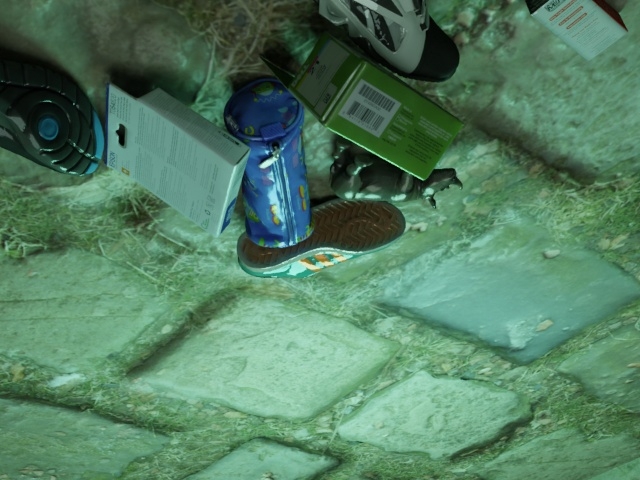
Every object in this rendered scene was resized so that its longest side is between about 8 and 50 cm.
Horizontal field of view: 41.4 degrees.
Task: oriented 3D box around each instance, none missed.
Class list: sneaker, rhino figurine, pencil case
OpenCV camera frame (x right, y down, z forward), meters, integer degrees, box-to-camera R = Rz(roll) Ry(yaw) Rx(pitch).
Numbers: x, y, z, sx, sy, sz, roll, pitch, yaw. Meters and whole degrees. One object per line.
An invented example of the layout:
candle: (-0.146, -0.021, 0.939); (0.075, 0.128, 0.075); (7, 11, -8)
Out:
sneaker: (0.000, 0.000, 1.519); (0.302, 0.108, 0.121); (-11, 164, -5)
sneaker: (-0.453, -0.198, 1.191); (0.140, 0.125, 0.341); (0, 155, 38)
sneaker: (0.085, -0.323, 1.075); (0.331, 0.122, 0.146); (27, 128, -32)
rhino figurine: (0.127, -0.104, 1.413); (0.243, 0.073, 0.106); (6, 137, -18)
pencil case: (-0.074, -0.108, 1.328); (0.119, 0.133, 0.306); (-12, 144, -6)

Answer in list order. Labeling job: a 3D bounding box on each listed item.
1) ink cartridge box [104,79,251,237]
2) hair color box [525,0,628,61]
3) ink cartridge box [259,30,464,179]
ink cartridge box: (-0.222, -0.127, 1.281); (0.224, 0.045, 0.223); (33, 149, 3)
hair color box: (0.360, -0.317, 1.192); (0.141, 0.043, 0.072); (24, 133, -36)
ink cartridge box: (0.047, -0.207, 1.163); (0.189, 0.255, 0.097); (24, 107, -35)
